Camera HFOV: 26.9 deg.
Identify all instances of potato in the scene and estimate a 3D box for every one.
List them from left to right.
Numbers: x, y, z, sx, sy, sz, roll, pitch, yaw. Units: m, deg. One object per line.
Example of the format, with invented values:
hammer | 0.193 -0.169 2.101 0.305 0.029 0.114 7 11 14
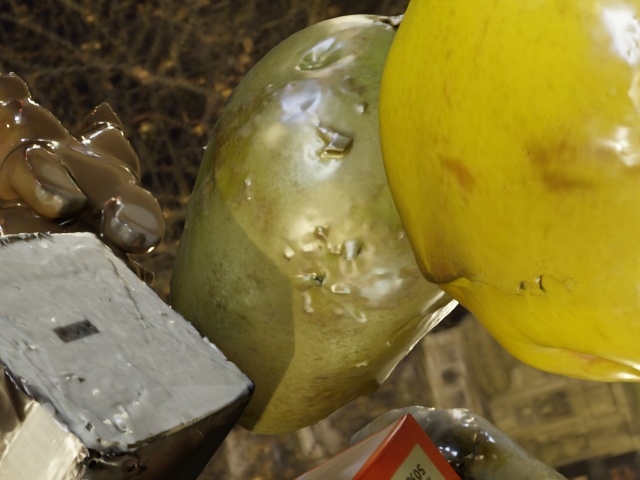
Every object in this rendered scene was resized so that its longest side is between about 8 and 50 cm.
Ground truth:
potato | 0.004 -0.008 0.998 0.219 0.359 0.269 30 -130 -2

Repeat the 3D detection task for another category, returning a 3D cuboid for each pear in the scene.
pear | 0.179 -0.090 0.704 0.285 0.285 0.336 55 -133 -44

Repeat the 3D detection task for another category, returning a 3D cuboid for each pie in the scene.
pie | 0.158 0.295 1.212 0.075 0.337 0.337 -40 -65 -35

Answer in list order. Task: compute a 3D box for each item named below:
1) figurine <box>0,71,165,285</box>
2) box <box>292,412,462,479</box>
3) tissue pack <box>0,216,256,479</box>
figurine | -0.227 0.002 1.090 0.177 0.173 0.247 15 -153 -42
box | -0.028 0.371 1.031 0.257 0.319 0.349 54 -146 -3
tissue pack | -0.229 0.181 0.846 0.198 0.370 0.210 44 -161 18
